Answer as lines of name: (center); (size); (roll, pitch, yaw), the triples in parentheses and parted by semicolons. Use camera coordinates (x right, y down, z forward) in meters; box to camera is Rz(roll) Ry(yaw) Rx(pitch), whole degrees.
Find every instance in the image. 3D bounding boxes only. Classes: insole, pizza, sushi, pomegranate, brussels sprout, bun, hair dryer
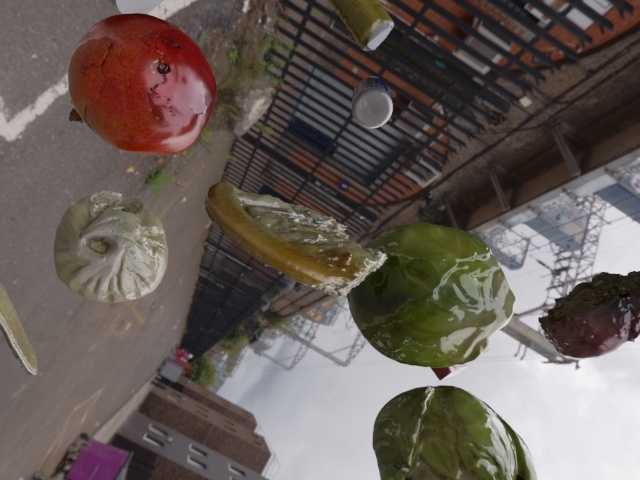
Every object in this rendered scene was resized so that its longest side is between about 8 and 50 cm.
insole: (-0.434, 0.103, 0.590); (0.081, 0.011, 0.247); (54, -32, 38)
pizza: (0.000, 0.000, 0.490); (0.262, 0.181, 0.034); (8, 117, -48)
sushi: (0.504, 0.130, 0.751); (0.161, 0.107, 0.241); (-34, 178, -31)
pomegranate: (-0.275, -0.228, 0.652); (0.235, 0.210, 0.210); (-11, -147, 26)
brussels sprout: (0.221, 0.107, 0.912); (0.344, 0.344, 0.268); (-55, -176, 28)
bun: (-0.357, 0.010, 0.733); (0.128, 0.179, 0.192); (-171, -95, -77)
hair dryer: (-0.002, -0.328, 0.458); (0.135, 0.278, 0.090); (-30, 172, -15)
brussels sprout: (0.353, 0.562, 1.121); (0.342, 0.425, 0.361); (-45, -175, 29)

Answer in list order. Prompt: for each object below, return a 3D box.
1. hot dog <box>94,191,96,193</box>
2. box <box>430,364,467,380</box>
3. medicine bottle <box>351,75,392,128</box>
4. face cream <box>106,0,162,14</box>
hot dog: (-0.418, -0.046, 0.864); (0.078, 0.169, 0.061); (-38, 165, -15)
box: (0.367, 0.350, 1.276); (0.048, 0.112, 0.175); (-44, 152, 19)
medicine bottle: (0.140, -0.386, 1.173); (0.107, 0.107, 0.191); (-55, -167, 30)
face cream: (-0.320, -0.479, 0.672); (0.177, 0.153, 0.177); (-48, -172, 9)
